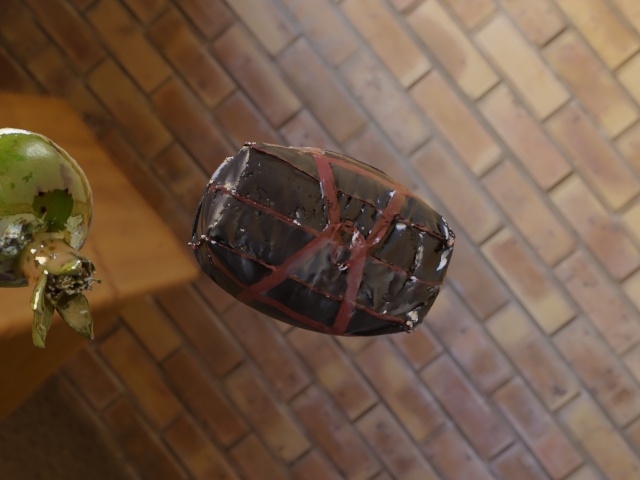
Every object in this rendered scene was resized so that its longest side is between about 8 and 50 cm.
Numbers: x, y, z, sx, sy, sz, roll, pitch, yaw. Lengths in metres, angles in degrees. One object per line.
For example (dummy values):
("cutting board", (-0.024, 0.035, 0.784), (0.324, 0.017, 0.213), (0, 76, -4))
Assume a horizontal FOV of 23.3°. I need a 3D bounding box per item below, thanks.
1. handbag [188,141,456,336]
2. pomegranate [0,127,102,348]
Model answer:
("handbag", (0.000, 0.000, 1.339), (0.215, 0.155, 0.169), (23, -2, -10))
("pomegranate", (-0.269, -0.001, 1.366), (0.156, 0.156, 0.220), (33, 35, -57))
